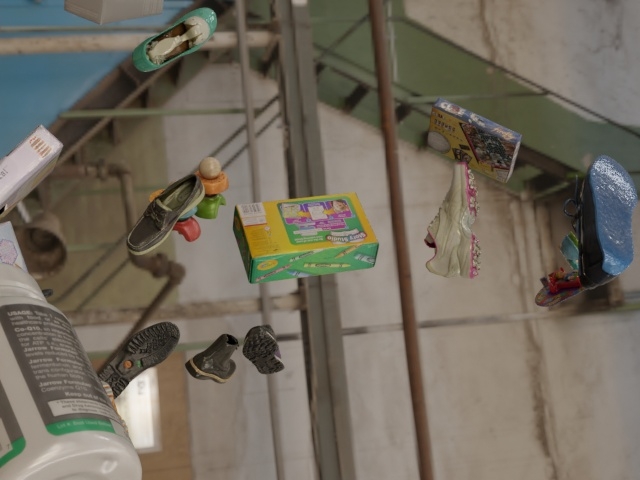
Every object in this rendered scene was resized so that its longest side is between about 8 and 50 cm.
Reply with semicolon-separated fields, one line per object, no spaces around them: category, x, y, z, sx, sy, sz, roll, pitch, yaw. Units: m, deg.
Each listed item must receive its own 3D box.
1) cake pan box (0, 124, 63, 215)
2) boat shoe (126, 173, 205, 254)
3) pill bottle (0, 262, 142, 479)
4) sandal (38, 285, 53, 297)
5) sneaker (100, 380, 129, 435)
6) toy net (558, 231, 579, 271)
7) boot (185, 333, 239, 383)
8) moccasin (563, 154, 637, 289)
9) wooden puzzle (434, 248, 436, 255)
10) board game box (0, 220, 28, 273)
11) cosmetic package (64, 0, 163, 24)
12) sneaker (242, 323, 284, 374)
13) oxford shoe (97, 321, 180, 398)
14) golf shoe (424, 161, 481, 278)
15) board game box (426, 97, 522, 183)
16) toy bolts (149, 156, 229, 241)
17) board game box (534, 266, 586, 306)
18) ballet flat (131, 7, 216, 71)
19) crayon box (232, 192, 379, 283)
cake pan box;-0.643;-0.099;1.786;0.070;0.267;0.246;44;-22;-8
boat shoe;-0.345;-0.065;1.945;0.080;0.223;0.073;38;-19;19
pill bottle;-0.385;0.201;1.127;0.361;0.204;0.204;50;-35;39
sandal;-0.643;0.120;1.939;0.179;0.067;0.040;-28;100;-74
sneaker;-0.410;0.365;1.679;0.215;0.084;0.083;-115;-151;-48
toy net;0.605;0.049;2.077;0.122;0.045;0.232;57;11;14
boot;-0.237;0.295;2.261;0.077;0.137;0.198;52;14;18
moccasin;0.552;-0.044;1.795;0.117;0.137;0.342;-55;-175;43
wooden puzzle;0.334;0.015;2.419;0.006;0.083;0.049;137;-50;-85
board game box;-0.743;0.149;1.920;0.318;0.066;0.318;-36;112;-65
cosmetic package;-0.508;-0.612;2.206;0.127;0.238;0.107;25;-58;22
sneaker;-0.185;0.304;2.717;0.283;0.107;0.124;79;-1;-60
oxford shoe;-0.401;0.252;1.899;0.083;0.227;0.096;55;-21;-5
golf shoe;0.322;-0.052;2.195;0.115;0.140;0.306;47;42;-59
board game box;0.402;-0.263;2.349;0.042;0.243;0.165;-52;160;-27
toy bolts;-0.368;-0.126;2.348;0.228;0.218;0.158;-68;164;-55
board game box;0.518;0.079;1.858;0.033;0.168;0.133;58;16;-9
ballet flat;-0.326;-0.470;2.080;0.087;0.247;0.083;11;-46;58
crayon box;-0.033;-0.008;1.894;0.081;0.278;0.165;99;-22;-44
